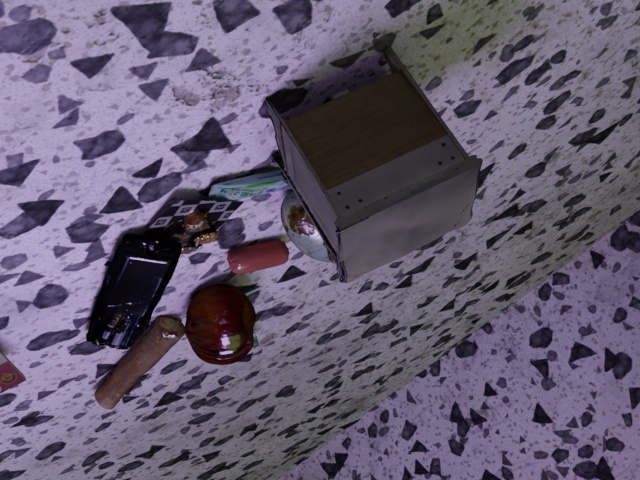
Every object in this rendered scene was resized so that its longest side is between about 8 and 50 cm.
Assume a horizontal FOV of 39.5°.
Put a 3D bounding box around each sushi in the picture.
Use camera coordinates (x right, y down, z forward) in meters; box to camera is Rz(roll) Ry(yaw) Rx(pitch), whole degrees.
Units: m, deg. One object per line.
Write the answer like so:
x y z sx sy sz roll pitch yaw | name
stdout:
-0.272 -0.010 1.834 0.193 0.040 0.210 -2 150 -46 | sushi

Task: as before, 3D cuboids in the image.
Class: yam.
-0.463 0.312 2.237 0.081 0.081 0.356 3 139 -50 | yam

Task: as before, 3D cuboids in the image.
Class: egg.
0.005 -0.042 1.957 0.169 0.169 0.231 -40 140 22 | egg

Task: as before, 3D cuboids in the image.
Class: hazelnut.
-0.242 0.196 2.151 0.178 0.178 0.204 -20 137 -21 | hazelnut

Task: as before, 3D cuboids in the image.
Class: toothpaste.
-0.095 -0.124 1.841 0.297 0.048 0.074 -14 159 -25 | toothpaste

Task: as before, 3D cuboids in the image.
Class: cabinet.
0.089 -0.143 1.672 0.290 0.318 0.227 -26 154 -9 | cabinet

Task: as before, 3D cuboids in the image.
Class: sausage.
-0.146 0.038 2.072 0.154 0.062 0.062 -12 150 -34 | sausage

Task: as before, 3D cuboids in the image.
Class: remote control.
-0.411 0.123 1.907 0.145 0.062 0.398 9 142 -21 | remote control

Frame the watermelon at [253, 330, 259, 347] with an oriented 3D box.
-0.201 0.253 2.463 0.085 0.085 0.061 -42 -166 25 | watermelon

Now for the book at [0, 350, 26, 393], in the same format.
-0.731 0.261 1.820 0.162 0.022 0.231 -28 138 -6 | book
